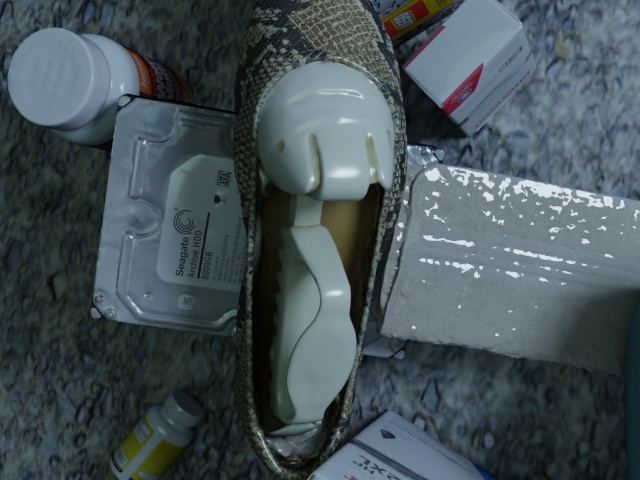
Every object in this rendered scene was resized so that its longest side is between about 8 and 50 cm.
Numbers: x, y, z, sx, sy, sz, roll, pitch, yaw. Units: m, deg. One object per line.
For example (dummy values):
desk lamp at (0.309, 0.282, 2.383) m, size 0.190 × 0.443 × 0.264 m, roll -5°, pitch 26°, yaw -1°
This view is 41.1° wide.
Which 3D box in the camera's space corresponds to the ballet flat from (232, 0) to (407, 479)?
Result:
ballet flat at (0.000, 0.000, 0.770) m, size 0.164 × 0.182 × 0.482 m, roll 2°, pitch 107°, yaw -8°

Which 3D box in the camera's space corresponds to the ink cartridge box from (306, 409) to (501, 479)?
ink cartridge box at (0.095, 0.292, 0.803) m, size 0.223 × 0.307 × 0.129 m, roll 32°, pitch 98°, yaw 15°

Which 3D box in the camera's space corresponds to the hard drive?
hard drive at (-0.056, -0.011, 0.901) m, size 0.339 × 0.064 × 0.237 m, roll 10°, pitch 100°, yaw -7°

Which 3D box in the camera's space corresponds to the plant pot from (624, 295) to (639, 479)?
plant pot at (0.404, 0.120, 0.741) m, size 0.293 × 0.293 × 0.235 m, roll -7°, pitch 72°, yaw 16°

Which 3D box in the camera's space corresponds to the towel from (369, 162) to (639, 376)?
towel at (0.198, 0.028, 0.875) m, size 0.282 × 0.049 × 0.187 m, roll 11°, pitch 93°, yaw -6°

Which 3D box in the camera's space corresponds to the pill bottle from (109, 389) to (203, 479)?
pill bottle at (-0.193, 0.236, 1.016) m, size 0.065 × 0.065 × 0.116 m, roll 43°, pitch 100°, yaw 13°

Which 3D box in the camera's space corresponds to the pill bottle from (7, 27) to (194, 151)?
pill bottle at (-0.240, -0.162, 0.960) m, size 0.121 × 0.221 × 0.121 m, roll 0°, pitch 88°, yaw 16°

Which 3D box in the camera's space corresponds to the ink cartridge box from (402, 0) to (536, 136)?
ink cartridge box at (0.158, -0.178, 0.881) m, size 0.109 × 0.150 × 0.063 m, roll -46°, pitch 73°, yaw 10°

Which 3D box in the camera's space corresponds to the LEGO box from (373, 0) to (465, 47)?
LEGO box at (0.050, -0.489, 0.899) m, size 0.372 × 0.193 × 0.500 m, roll -30°, pitch 80°, yaw 13°
